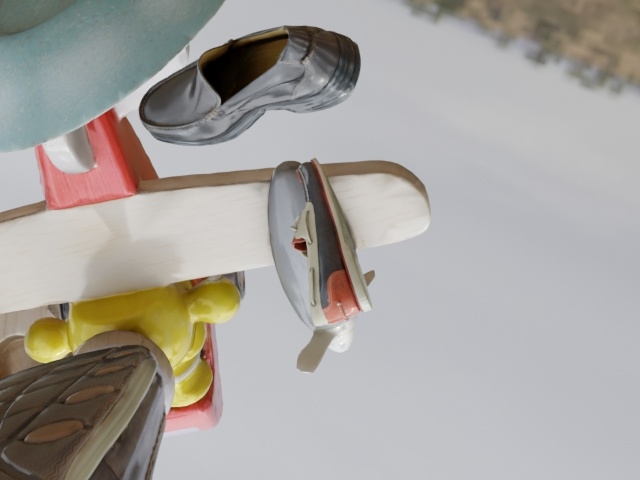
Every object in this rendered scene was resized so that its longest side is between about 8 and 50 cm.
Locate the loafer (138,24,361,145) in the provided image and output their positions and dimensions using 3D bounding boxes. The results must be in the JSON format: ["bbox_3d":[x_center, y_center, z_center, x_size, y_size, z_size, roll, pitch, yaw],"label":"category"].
[{"bbox_3d":[-0.057,-0.104,1.246,0.170,0.062,0.061,-17,151,36],"label":"loafer"}]

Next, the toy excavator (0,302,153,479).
[{"bbox_3d":[-0.256,0.220,2.132,0.222,0.433,0.445,-10,171,8],"label":"toy excavator"}]

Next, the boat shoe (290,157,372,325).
[{"bbox_3d":[0.000,0.000,1.413,0.049,0.043,0.137,57,-167,-56],"label":"boat shoe"}]

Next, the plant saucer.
[{"bbox_3d":[-0.118,-0.127,0.988,0.037,0.195,0.195,50,171,-32],"label":"plant saucer"}]

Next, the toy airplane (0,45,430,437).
[{"bbox_3d":[-0.160,0.023,1.548,0.384,0.386,0.272,22,-136,-28],"label":"toy airplane"}]

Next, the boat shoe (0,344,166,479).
[{"bbox_3d":[-0.164,0.179,1.004,0.132,0.130,0.355,-9,-156,24],"label":"boat shoe"}]
